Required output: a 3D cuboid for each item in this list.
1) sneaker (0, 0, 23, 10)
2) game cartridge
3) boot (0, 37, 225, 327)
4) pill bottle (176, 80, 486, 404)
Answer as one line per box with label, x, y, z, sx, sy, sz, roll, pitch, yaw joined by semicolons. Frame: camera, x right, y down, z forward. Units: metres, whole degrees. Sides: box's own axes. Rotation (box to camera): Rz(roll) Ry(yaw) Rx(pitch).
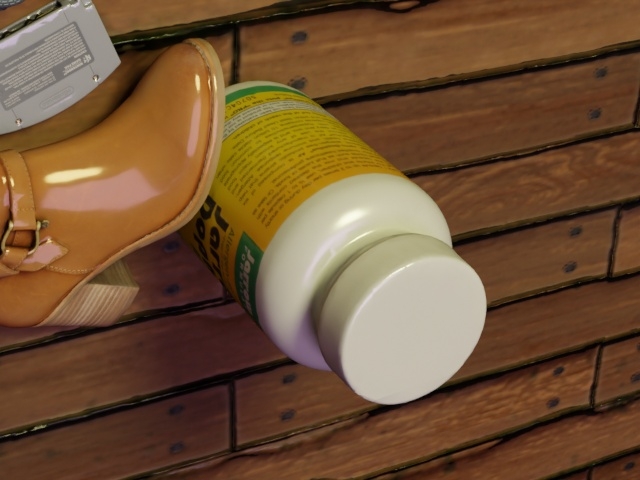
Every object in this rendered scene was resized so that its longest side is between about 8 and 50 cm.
sneaker;-0.140;-0.230;0.637;0.110;0.122;0.283;-6;120;-29
game cartridge;-0.153;-0.094;0.783;0.083;0.017;0.056;-31;126;-12
boot;-0.147;-0.032;0.779;0.152;0.073;0.197;10;116;-39
pill bottle;0.000;0.000;0.806;0.117;0.208;0.118;-16;125;-24
